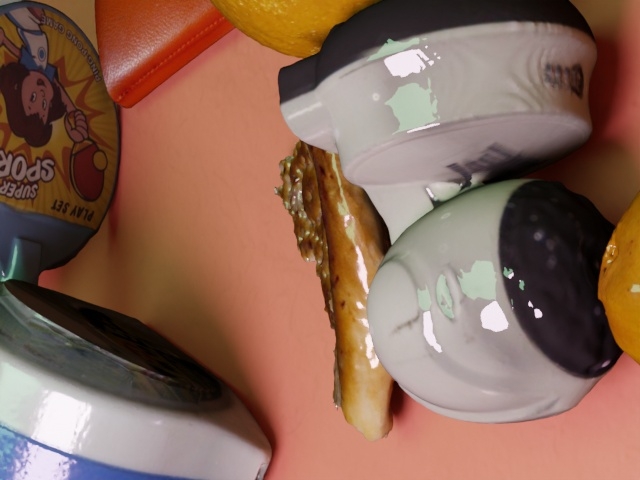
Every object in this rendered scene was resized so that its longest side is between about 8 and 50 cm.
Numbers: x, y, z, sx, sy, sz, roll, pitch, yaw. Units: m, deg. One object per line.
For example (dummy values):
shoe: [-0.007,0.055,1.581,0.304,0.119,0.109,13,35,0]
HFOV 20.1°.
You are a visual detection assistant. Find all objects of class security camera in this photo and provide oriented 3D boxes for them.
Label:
security camera: [0.106,-0.015,1.202,0.191,0.197,0.277,-18,74,37]

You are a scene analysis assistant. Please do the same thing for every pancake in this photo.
pancake: [0.000,0.000,1.380,0.244,0.057,0.266,-143,50,-64]

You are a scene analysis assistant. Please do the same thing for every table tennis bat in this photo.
table tennis bat: [-0.262,-0.052,1.603,0.044,0.215,0.329,-4,76,36]

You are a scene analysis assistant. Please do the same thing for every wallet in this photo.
wallet: [-0.128,-0.224,1.622,0.204,0.045,0.142,-31,61,42]

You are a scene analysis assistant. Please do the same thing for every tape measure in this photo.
tape measure: [-0.191,0.136,1.462,0.259,0.262,0.138,28,92,48]

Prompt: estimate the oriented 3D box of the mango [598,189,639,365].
mango: [0.272,-0.003,1.050,0.248,0.151,0.156,-39,90,25]

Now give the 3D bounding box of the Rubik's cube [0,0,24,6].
Rubik's cube: [-0.325,-0.371,1.813,0.233,0.229,0.228,-37,90,-5]

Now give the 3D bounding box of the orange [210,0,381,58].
orange: [0.020,-0.264,1.299,0.274,0.274,0.274,-15,70,47]
